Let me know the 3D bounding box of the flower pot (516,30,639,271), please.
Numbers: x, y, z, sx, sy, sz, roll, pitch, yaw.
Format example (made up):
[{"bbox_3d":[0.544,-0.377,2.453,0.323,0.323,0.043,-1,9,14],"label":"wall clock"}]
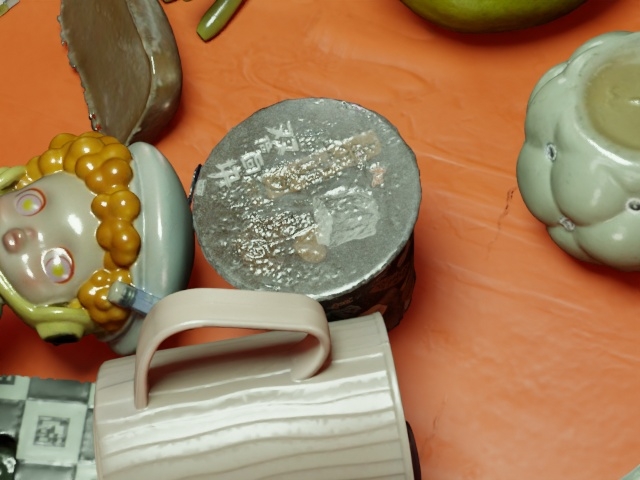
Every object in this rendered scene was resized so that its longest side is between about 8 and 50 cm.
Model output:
[{"bbox_3d":[0.313,-0.088,1.187,0.246,0.195,0.246,-4,64,8],"label":"flower pot"}]

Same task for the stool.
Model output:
[{"bbox_3d":[-0.135,-0.320,1.418,0.110,0.134,0.135,-41,20,-7],"label":"stool"}]

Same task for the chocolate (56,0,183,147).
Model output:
[{"bbox_3d":[-0.219,-0.229,1.386,0.083,0.161,0.261,-5,63,-37],"label":"chocolate"}]

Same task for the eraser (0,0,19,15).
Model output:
[{"bbox_3d":[-0.418,-0.287,1.497,0.083,0.019,0.038,-40,63,-11],"label":"eraser"}]

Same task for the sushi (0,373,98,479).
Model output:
[{"bbox_3d":[-0.285,0.308,1.164,0.343,0.064,0.359,4,61,1],"label":"sushi"}]

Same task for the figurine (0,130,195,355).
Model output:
[{"bbox_3d":[-0.312,0.027,1.222,0.381,0.205,0.225,-11,68,1],"label":"figurine"}]

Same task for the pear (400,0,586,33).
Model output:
[{"bbox_3d":[0.187,-0.358,1.315,0.321,0.269,0.269,2,64,-5],"label":"pear"}]

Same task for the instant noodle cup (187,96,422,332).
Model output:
[{"bbox_3d":[0.000,0.000,1.188,0.217,0.207,0.218,-4,64,9],"label":"instant noodle cup"}]

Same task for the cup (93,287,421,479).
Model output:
[{"bbox_3d":[-0.053,0.175,1.051,0.273,0.288,0.208,-8,69,-2],"label":"cup"}]

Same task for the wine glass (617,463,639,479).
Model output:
[{"bbox_3d":[0.236,0.258,1.067,0.321,0.143,0.143,-41,65,-9],"label":"wine glass"}]
